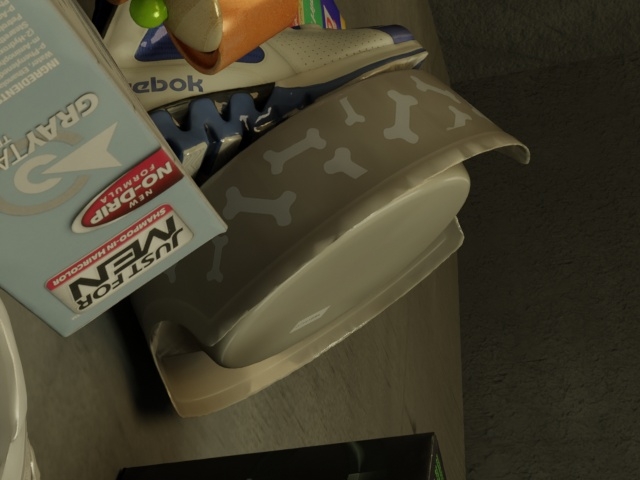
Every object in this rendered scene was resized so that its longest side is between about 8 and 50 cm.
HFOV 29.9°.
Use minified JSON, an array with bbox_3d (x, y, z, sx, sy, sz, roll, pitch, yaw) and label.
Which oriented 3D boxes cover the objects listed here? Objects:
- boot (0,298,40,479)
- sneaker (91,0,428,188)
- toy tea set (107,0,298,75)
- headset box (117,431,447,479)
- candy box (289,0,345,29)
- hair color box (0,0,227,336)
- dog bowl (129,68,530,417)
[{"bbox_3d":[-0.182,0.130,0.604,0.123,0.095,0.258,-101,-167,-83],"label":"boot"},{"bbox_3d":[-0.077,-0.140,0.922,0.182,0.316,0.127,54,-37,15],"label":"sneaker"},{"bbox_3d":[-0.151,-0.211,0.696,0.336,0.124,0.200,38,-33,44],"label":"toy tea set"},{"bbox_3d":[-0.037,0.259,0.793,0.283,0.246,0.131,-73,151,-63],"label":"headset box"},{"bbox_3d":[-0.062,-0.183,1.217,0.317,0.122,0.268,55,29,-64],"label":"candy box"},{"bbox_3d":[-0.190,-0.119,0.532,0.185,0.114,0.374,55,-1,31],"label":"hair color box"},{"bbox_3d":[0.000,0.000,0.964,0.102,0.349,0.349,54,8,14],"label":"dog bowl"}]
